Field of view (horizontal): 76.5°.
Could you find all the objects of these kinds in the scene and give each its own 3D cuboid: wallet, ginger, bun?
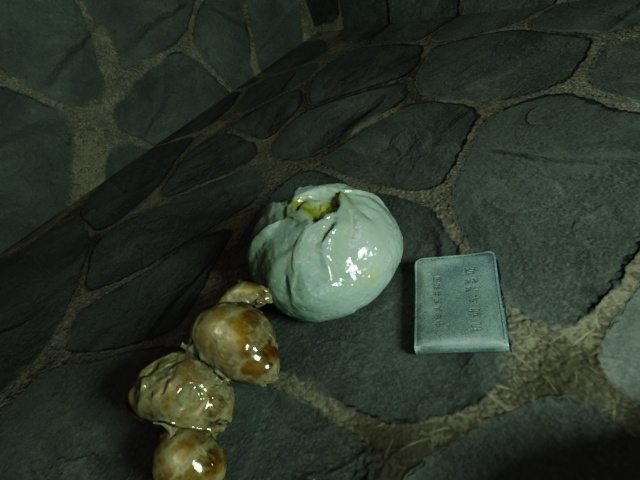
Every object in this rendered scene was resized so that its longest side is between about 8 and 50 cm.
[{"bbox_3d":[0.258,0.113,0.770,0.168,0.036,0.222,-7,42,22],"label":"wallet"},{"bbox_3d":[-0.196,0.246,0.745,0.256,0.176,0.375,16,65,34],"label":"ginger"},{"bbox_3d":[0.000,0.000,0.901,0.362,0.211,0.361,-14,39,12],"label":"bun"}]

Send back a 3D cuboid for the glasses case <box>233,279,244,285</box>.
[{"bbox_3d":[-0.201,0.182,0.880,0.072,0.042,0.190,24,87,51],"label":"glasses case"}]
